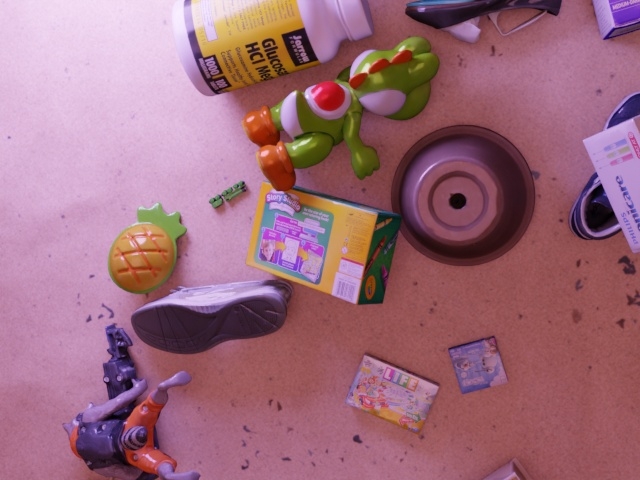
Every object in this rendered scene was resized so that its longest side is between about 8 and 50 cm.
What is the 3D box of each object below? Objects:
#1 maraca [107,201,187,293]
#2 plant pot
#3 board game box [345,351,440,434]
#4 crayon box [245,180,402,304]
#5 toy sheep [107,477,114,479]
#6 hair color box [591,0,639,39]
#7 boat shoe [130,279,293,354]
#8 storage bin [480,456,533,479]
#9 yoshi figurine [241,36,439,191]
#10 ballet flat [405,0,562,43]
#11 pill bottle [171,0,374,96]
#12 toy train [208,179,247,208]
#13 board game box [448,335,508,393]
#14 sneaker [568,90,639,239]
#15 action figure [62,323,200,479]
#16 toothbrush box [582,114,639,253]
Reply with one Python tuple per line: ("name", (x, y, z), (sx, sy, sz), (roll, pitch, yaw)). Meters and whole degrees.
("maraca", (-0.336, 0.015, 1.868), (0.127, 0.099, 0.186), (27, 74, -3))
("plant pot", (0.243, -0.076, 1.681), (0.263, 0.229, 0.263), (1, 94, 11))
("board game box", (0.137, 0.291, 1.836), (0.154, 0.026, 0.103), (22, 98, 8))
("crayon box", (0.000, 0.000, 1.749), (0.278, 0.081, 0.165), (18, 100, 37))
("toy sheep", (-0.447, 0.532, 1.941), (0.091, 0.091, 0.132), (21, 93, 8))
("hair color box", (0.488, -0.522, 1.616), (0.110, 0.185, 0.339), (-17, 92, 11))
("boat shoe", (-0.210, 0.138, 1.861), (0.320, 0.103, 0.118), (-12, 112, 17))
("storage bin", (0.327, 0.586, 1.778), (0.262, 0.123, 0.260), (-37, 87, 11))
("yoshi figurine", (0.057, -0.228, 1.731), (0.362, 0.203, 0.203), (-28, 108, 12))
("ballet flat", (0.294, -0.405, 1.713), (0.280, 0.095, 0.096), (-11, 105, 11))
("pill bottle", (-0.082, -0.390, 1.733), (0.334, 0.188, 0.188), (-15, 92, 12))
("toy train", (-0.178, -0.089, 1.866), (0.083, 0.017, 0.024), (-29, 99, 12))
("board game box", (0.295, 0.233, 1.804), (0.090, 0.020, 0.090), (-17, 93, 12))
("sneaker", (0.518, -0.124, 1.662), (0.099, 0.153, 0.282), (24, 99, 7))
("action figure", (-0.382, 0.332, 1.846), (0.330, 0.178, 0.341), (-18, 87, 40))
("toothbrush box", (0.601, -0.129, 1.585), (0.283, 0.122, 0.206), (-23, 89, -29))
